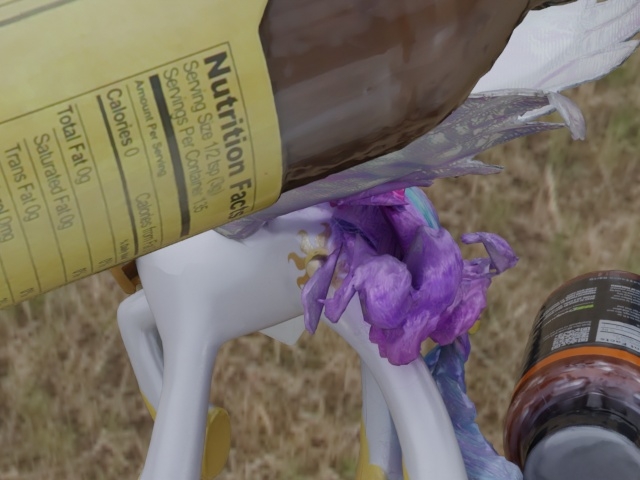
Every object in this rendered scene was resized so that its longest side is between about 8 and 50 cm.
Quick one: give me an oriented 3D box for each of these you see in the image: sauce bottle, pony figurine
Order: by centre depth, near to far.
[{"bbox_3d":[-0.044,-0.054,0.362,0.344,0.111,0.111,-22,57,-14],"label":"sauce bottle"},{"bbox_3d":[0.000,0.000,0.800,0.351,0.363,0.303,-5,12,24],"label":"pony figurine"}]

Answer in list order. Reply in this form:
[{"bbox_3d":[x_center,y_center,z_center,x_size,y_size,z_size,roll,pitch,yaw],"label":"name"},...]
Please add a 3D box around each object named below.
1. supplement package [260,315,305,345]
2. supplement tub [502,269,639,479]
[{"bbox_3d":[-0.103,-0.065,1.531,0.262,0.199,0.198,38,93,34],"label":"supplement package"},{"bbox_3d":[0.161,0.096,0.898,0.106,0.106,0.198,16,23,9],"label":"supplement tub"}]
